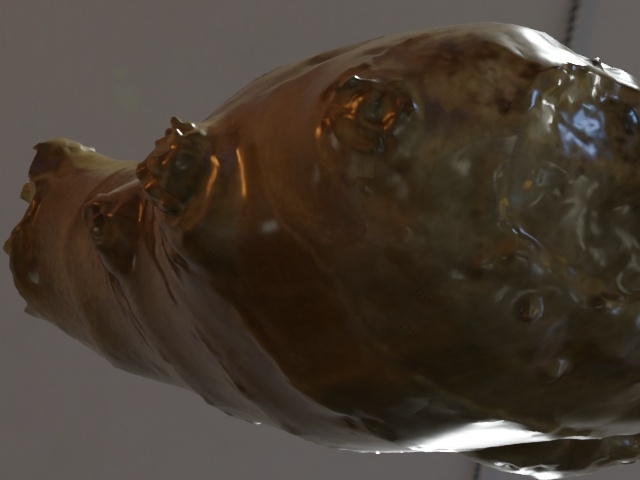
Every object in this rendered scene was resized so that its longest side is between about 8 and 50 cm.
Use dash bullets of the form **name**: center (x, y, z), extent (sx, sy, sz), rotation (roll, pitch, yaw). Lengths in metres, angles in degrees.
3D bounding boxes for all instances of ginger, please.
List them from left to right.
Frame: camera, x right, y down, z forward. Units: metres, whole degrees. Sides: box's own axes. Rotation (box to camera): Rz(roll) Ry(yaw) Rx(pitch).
- **ginger**: center (0.023, 0.001, 0.687), extent (0.236, 0.375, 0.166), rotation (3, -84, -20)
